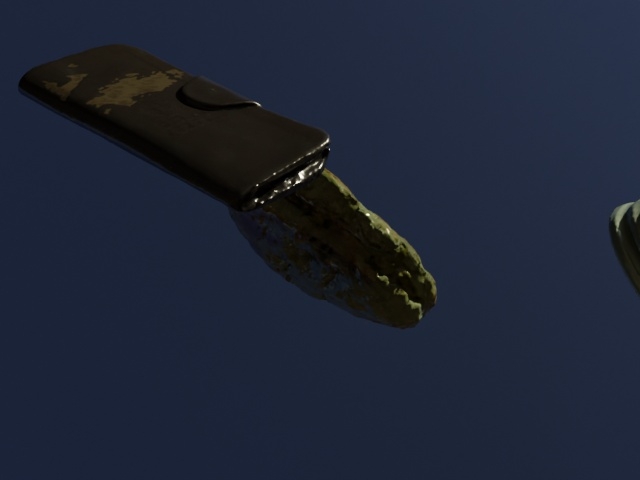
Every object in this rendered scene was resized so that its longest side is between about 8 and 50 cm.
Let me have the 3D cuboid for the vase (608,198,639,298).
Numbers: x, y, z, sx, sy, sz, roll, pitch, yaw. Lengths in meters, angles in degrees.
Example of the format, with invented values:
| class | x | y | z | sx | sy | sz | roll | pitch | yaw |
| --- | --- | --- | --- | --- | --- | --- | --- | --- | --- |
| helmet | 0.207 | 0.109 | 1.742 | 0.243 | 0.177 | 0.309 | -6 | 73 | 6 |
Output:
| class | x | y | z | sx | sy | sz | roll | pitch | yaw |
| --- | --- | --- | --- | --- | --- | --- | --- | --- | --- |
| vase | 0.324 | -0.053 | 0.597 | 0.143 | 0.143 | 0.299 | 48 | -57 | 5 |

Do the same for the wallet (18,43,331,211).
| class | x | y | z | sx | sy | sz | roll | pitch | yaw |
| --- | --- | --- | --- | --- | --- | --- | --- | --- | --- |
| wallet | -0.072 | -0.061 | 0.527 | 0.156 | 0.082 | 0.018 | 29 | -49 | 29 |

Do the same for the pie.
| class | x | y | z | sx | sy | sz | roll | pitch | yaw |
| --- | --- | --- | --- | --- | --- | --- | --- | --- | --- |
| pie | 0.000 | 0.000 | 1.004 | 0.248 | 0.201 | 0.090 | 35 | -105 | 9 |
